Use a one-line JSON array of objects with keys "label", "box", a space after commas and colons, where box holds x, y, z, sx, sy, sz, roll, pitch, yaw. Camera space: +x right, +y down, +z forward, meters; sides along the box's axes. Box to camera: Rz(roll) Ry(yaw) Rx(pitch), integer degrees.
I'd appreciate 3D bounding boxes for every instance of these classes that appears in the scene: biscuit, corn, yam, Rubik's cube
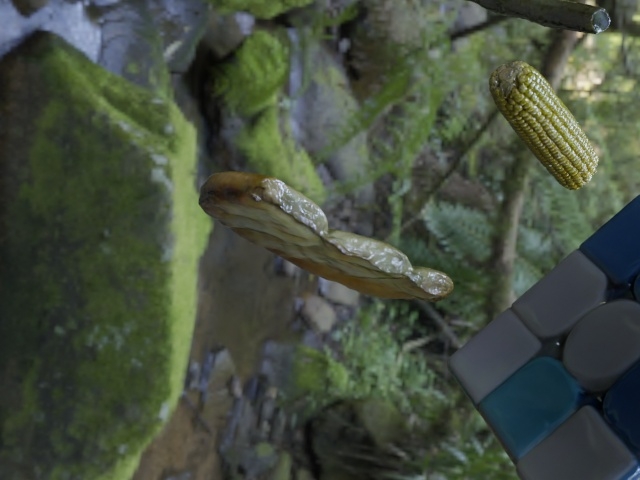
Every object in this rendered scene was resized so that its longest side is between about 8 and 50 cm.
[{"label": "biscuit", "box": [-0.001, 0.001, 1.243, 0.299, 0.154, 0.045, 29, 69, -25]}, {"label": "corn", "box": [0.327, -0.165, 1.594, 0.248, 0.081, 0.081, 42, 55, -38]}, {"label": "yam", "box": [0.173, -0.208, 0.959, 0.027, 0.234, 0.029, 36, 91, -32]}, {"label": "Rubik's cube", "box": [0.421, 0.216, 1.317, 0.344, 0.347, 0.346, 44, 7, -30]}]
